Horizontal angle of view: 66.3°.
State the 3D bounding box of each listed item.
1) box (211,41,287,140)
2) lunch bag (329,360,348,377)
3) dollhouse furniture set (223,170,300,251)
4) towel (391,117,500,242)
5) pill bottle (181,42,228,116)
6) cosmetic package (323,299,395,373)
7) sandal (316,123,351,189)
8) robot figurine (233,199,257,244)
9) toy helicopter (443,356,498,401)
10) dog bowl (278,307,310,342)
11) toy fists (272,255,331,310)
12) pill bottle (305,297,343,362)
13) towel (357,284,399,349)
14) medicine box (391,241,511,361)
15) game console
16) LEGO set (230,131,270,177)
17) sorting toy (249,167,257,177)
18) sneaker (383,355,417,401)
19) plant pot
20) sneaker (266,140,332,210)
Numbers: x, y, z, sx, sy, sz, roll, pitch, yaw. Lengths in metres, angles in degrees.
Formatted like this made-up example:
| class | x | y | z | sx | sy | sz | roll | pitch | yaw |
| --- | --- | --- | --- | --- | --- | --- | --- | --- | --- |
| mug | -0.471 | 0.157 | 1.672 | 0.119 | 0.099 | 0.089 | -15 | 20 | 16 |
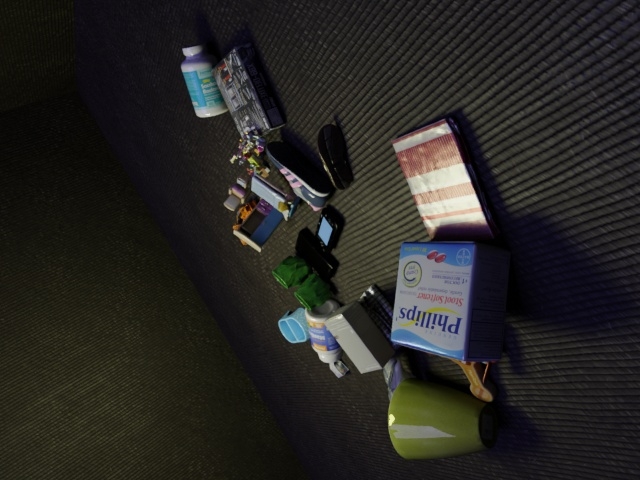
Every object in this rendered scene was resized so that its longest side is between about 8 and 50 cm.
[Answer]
| class | x | y | z | sx | sy | sz | roll | pitch | yaw |
| --- | --- | --- | --- | --- | --- | --- | --- | --- | --- |
| box | -0.270 | -0.534 | 1.816 | 0.242 | 0.076 | 0.307 | -7 | 110 | 58 |
| lunch bag | 0.084 | 0.600 | 2.319 | 0.083 | 0.053 | 0.071 | 44 | 150 | 6 |
| dollhouse furniture set | -0.262 | -0.135 | 1.911 | 0.286 | 0.198 | 0.303 | 35 | 161 | 1 |
| towel | 0.327 | -0.146 | 1.310 | 0.237 | 0.037 | 0.329 | -9 | 107 | 60 |
| pill bottle | -0.460 | -0.635 | 1.940 | 0.146 | 0.146 | 0.264 | 21 | 134 | 47 |
| cosmetic package | 0.138 | 0.343 | 1.732 | 0.238 | 0.107 | 0.127 | 54 | 139 | 0 |
| sandal | 0.043 | -0.271 | 1.597 | 0.219 | 0.090 | 0.060 | 66 | 172 | -26 |
| robot figurine | -0.334 | -0.071 | 2.315 | 0.211 | 0.085 | 0.291 | 58 | 150 | 4 |
| toy helicopter | 0.466 | 0.362 | 1.498 | 0.235 | 0.140 | 0.355 | -6 | 122 | 48 |
| dog bowl | -0.118 | 0.433 | 2.450 | 0.166 | 0.074 | 0.297 | 60 | 150 | -1 |
| toy fists | -0.072 | 0.174 | 2.089 | 0.279 | 0.142 | 0.096 | 40 | 162 | 30 |
| pill bottle | 0.027 | 0.396 | 2.122 | 0.152 | 0.152 | 0.272 | 25 | 135 | 44 |
| towel | 0.193 | 0.336 | 1.851 | 0.235 | 0.121 | 0.283 | 50 | 149 | 15 |
| medicine box | 0.342 | 0.155 | 1.312 | 0.263 | 0.149 | 0.289 | 0 | 82 | 56 |
| game console | 0.000 | 0.000 | 1.919 | 0.213 | 0.044 | 0.361 | 47 | 147 | 20 |
| LEGO set | -0.279 | -0.312 | 1.901 | 0.132 | 0.107 | 0.287 | 26 | 160 | 5 |
| sorting toy | -0.274 | -0.302 | 2.076 | 0.083 | 0.045 | 0.075 | 11 | 106 | 52 |
| sneaker | 0.311 | 0.534 | 1.850 | 0.111 | 0.129 | 0.297 | -102 | -3 | -51 |
| plant pot | 0.428 | 0.608 | 1.642 | 0.293 | 0.275 | 0.274 | -12 | 107 | 43 |
| sneaker | -0.094 | -0.231 | 1.785 | 0.319 | 0.112 | 0.131 | 47 | 145 | 23 |
